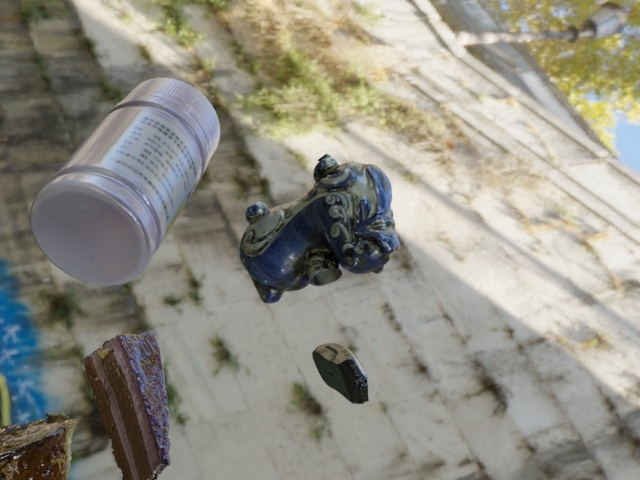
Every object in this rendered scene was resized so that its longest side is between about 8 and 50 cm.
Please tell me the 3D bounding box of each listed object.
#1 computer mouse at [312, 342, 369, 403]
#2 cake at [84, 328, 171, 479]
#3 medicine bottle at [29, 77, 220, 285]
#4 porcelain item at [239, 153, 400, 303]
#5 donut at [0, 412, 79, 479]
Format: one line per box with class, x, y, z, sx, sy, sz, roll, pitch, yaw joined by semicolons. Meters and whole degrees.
computer mouse;0.054;0.300;1.983;0.217;0.074;0.122;21;-44;66
cake;-0.328;0.284;1.472;0.116;0.113;0.295;-42;-130;27
medicine bottle;-0.207;-0.073;0.948;0.249;0.133;0.133;-73;180;-52
porcelain item;0.000;0.000;1.323;0.288;0.138;0.186;-32;-122;28
donut;-0.427;0.275;0.953;0.151;0.295;0.112;-51;133;-79
